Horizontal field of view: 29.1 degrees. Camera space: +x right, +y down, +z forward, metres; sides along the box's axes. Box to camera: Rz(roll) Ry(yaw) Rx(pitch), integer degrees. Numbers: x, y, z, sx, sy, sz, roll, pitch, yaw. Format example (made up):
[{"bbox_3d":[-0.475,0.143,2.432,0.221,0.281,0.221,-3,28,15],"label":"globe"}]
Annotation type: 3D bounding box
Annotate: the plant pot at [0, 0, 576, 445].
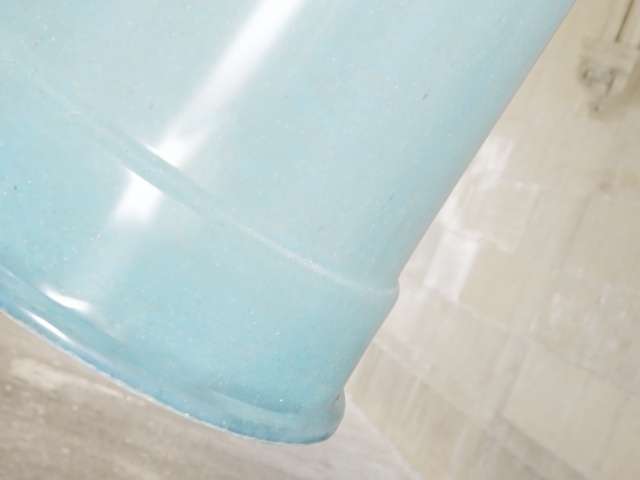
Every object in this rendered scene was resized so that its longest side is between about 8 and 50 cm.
[{"bbox_3d":[-0.028,-0.129,0.659,0.341,0.334,0.341,36,9,-7],"label":"plant pot"}]
